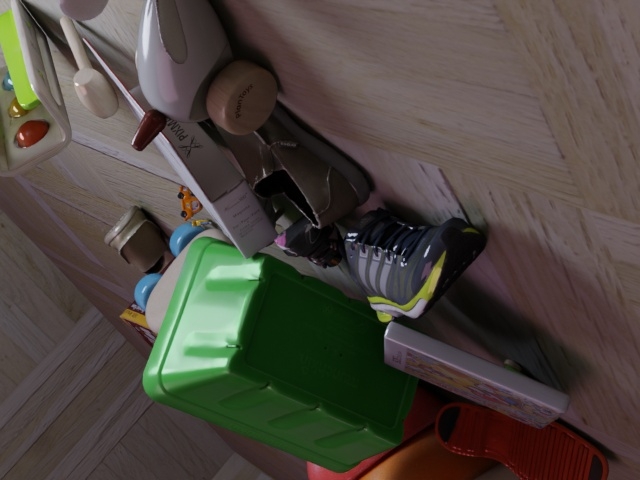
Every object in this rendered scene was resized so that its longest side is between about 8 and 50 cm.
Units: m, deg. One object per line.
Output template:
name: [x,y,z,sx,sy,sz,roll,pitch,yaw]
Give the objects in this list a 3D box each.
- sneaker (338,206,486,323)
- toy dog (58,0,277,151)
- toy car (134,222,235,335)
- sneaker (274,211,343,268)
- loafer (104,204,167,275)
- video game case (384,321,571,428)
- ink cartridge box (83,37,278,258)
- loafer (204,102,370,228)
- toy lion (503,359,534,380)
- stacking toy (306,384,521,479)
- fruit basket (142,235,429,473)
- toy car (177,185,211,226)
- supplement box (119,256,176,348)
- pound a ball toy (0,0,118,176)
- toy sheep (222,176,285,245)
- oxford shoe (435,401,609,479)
sneaker: [0.089,0.019,1.267,0.121,0.111,0.300,45,161,-3]
toy dog: [-0.185,-0.218,1.161,0.220,0.161,0.333,20,153,49]
toy car: [-0.162,0.116,1.918,0.238,0.210,0.219,37,176,-32]
sneaker: [0.000,0.000,1.390,0.077,0.072,0.178,53,-165,-1]
loafer: [-0.360,0.005,2.219,0.092,0.102,0.268,37,172,7]
video game case: [0.186,0.172,1.368,0.227,0.026,0.206,22,168,9]
ink cartridge box: [-0.180,-0.133,1.419,0.275,0.060,0.239,48,171,40]
loafer: [-0.061,-0.103,1.305,0.251,0.087,0.094,35,162,17]
toy lion: [0.276,0.206,1.461,0.096,0.034,0.100,29,160,13]
stacking toy: [0.073,0.294,1.808,0.479,0.351,0.350,56,168,18]
fruit basket: [-0.071,0.154,1.600,0.392,0.282,0.392,16,161,6]
toy car: [-0.208,-0.059,1.857,0.041,0.060,0.122,-7,173,6]
supplement box: [-0.244,0.129,2.097,0.129,0.194,0.191,49,161,-25]
pound a ball toy: [-0.402,-0.221,1.574,0.135,0.208,0.319,61,-179,-44]
toy sheep: [-0.105,-0.039,1.562,0.091,0.091,0.132,17,151,53]
oxford shoe: [0.297,0.286,1.557,0.271,0.096,0.098,16,-177,43]
